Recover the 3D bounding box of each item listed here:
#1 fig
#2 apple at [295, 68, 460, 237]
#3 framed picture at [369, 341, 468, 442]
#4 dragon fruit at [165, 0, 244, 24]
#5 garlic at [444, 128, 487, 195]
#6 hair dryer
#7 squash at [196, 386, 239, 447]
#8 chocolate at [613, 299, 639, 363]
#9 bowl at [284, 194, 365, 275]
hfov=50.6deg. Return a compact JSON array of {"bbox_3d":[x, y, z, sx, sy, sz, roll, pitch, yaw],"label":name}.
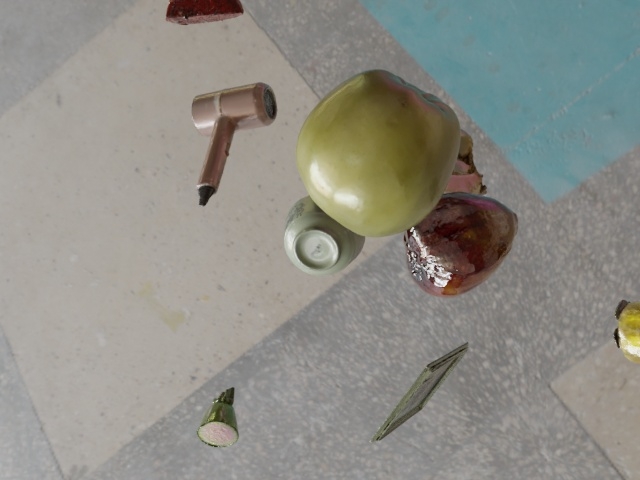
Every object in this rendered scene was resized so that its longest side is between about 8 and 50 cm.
[{"bbox_3d":[0.295,0.000,1.480,0.263,0.224,0.224,-35,64,26],"label":"fig"},{"bbox_3d":[0.089,-0.140,1.064,0.262,0.262,0.263,-6,71,17],"label":"apple"},{"bbox_3d":[0.219,0.321,1.441,0.017,0.274,0.217,41,111,21],"label":"framed picture"},{"bbox_3d":[-0.248,-0.494,1.408,0.162,0.106,0.083,-12,99,-9],"label":"dragon fruit"},{"bbox_3d":[0.295,-0.188,1.760,0.203,0.185,0.281,7,65,-20],"label":"garlic"},{"bbox_3d":[-0.216,-0.212,1.547,0.189,0.107,0.345,-6,54,20],"label":"hair dryer"},{"bbox_3d":[-0.248,0.427,1.677,0.105,0.105,0.132,-16,39,13],"label":"squash"},{"bbox_3d":[0.905,0.208,1.528,0.445,0.162,0.162,-8,67,50],"label":"chocolate"},{"bbox_3d":[0.000,0.000,1.652,0.211,0.112,0.212,5,116,11],"label":"bowl"}]
